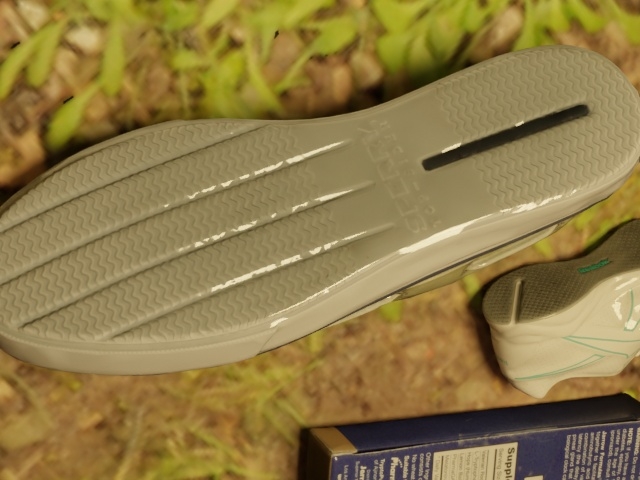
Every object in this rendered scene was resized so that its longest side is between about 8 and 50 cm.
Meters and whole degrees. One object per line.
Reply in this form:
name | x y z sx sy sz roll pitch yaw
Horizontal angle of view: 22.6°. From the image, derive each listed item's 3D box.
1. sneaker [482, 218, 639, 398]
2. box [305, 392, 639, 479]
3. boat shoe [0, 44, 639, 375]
sneaker | 0.154 0.031 0.810 0.152 0.053 0.061 -19 123 -10
box | 0.096 0.154 0.829 0.225 0.036 0.136 -3 108 -23
boat shoe | 0.000 0.000 0.703 0.302 0.109 0.094 -14 155 -10
